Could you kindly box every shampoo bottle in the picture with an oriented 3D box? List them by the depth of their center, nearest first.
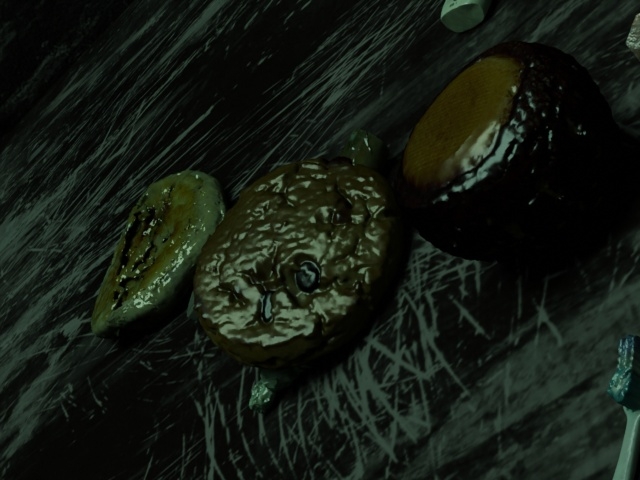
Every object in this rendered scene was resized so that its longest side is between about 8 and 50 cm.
[{"bbox_3d":[0.211,-0.355,1.855,0.077,0.045,0.152,-21,40,52],"label":"shampoo bottle"}]

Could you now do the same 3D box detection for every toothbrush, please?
[{"bbox_3d":[0.209,0.266,1.072,0.042,0.040,0.418,-15,50,54],"label":"toothbrush"}]

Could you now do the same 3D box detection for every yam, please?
[{"bbox_3d":[0.000,0.000,1.758,0.071,0.067,0.317,-7,51,61],"label":"yam"}]

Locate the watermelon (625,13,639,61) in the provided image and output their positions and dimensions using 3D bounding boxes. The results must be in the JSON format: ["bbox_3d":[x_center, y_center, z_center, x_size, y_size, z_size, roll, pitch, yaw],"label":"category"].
[{"bbox_3d":[0.351,-0.210,1.379,0.084,0.072,0.092,-19,34,27],"label":"watermelon"}]

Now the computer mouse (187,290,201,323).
[{"bbox_3d":[-0.102,0.041,1.876,0.236,0.082,0.145,-20,42,51],"label":"computer mouse"}]

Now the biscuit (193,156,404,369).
[{"bbox_3d":[-0.032,0.019,1.670,0.296,0.075,0.296,-16,53,22],"label":"biscuit"}]

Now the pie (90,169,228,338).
[{"bbox_3d":[-0.268,0.023,2.209,0.339,0.077,0.339,-42,26,27],"label":"pie"}]

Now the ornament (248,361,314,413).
[{"bbox_3d":[-0.050,0.166,1.667,0.092,0.041,0.068,-41,7,48],"label":"ornament"}]

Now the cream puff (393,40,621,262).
[{"bbox_3d":[0.192,-0.081,1.385,0.239,0.165,0.239,-42,26,27],"label":"cream puff"}]
